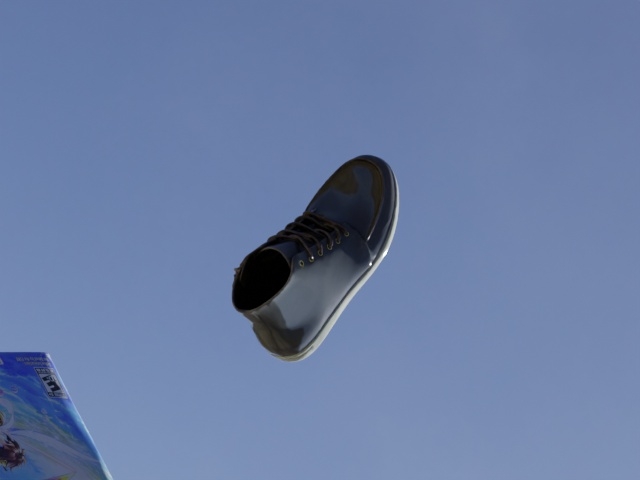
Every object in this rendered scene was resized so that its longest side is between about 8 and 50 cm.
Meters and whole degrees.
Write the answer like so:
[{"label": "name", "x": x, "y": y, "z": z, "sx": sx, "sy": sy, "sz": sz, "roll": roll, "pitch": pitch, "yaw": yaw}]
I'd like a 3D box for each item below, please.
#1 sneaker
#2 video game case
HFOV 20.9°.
[{"label": "sneaker", "x": 0.000, "y": 0.000, "z": 1.636, "sx": 0.083, "sy": 0.222, "sz": 0.118, "roll": 20, "pitch": -17, "yaw": 26}, {"label": "video game case", "x": -0.287, "y": 0.203, "z": 1.418, "sx": 0.061, "sy": 0.269, "sz": 0.244, "roll": -45, "pitch": -119, "yaw": 29}]
